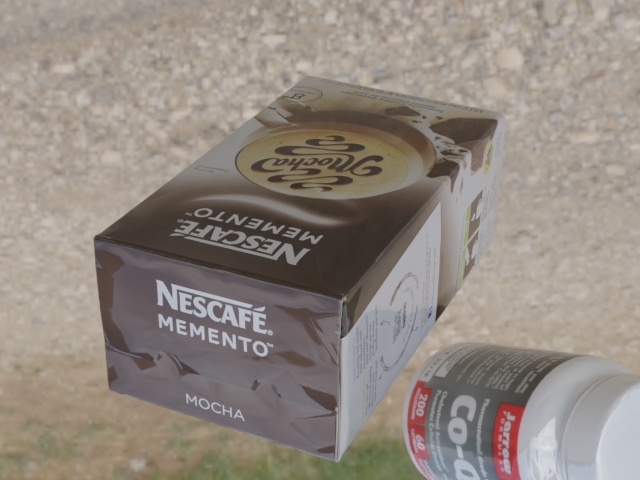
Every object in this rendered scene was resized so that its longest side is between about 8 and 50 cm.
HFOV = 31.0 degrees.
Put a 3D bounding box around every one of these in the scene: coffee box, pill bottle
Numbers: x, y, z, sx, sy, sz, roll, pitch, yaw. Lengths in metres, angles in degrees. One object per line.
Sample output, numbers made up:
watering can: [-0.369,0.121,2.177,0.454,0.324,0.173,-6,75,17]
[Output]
coffee box: [0.000,0.000,0.790,0.168,0.297,0.119,14,122,21]
pill bottle: [0.217,0.185,1.104,0.161,0.161,0.283,10,175,-28]
